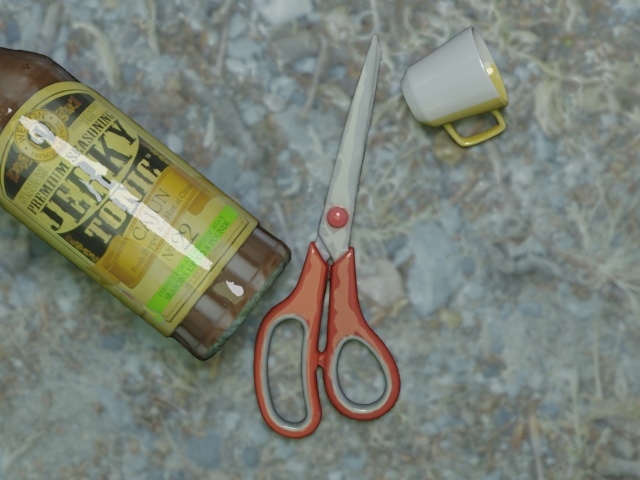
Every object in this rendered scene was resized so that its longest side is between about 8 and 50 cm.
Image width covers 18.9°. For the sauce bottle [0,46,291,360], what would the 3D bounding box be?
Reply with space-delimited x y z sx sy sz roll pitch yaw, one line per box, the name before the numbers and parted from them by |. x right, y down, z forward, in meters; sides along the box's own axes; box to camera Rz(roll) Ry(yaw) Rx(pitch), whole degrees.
sauce bottle | -0.184 -0.055 1.364 0.344 0.111 0.111 37 98 -3

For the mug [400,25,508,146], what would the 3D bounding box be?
mug | 0.096 -0.105 1.371 0.064 0.062 0.078 -24 89 13

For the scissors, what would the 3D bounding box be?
scissors | 0.000 0.000 1.407 0.109 0.021 0.297 -2 99 5
